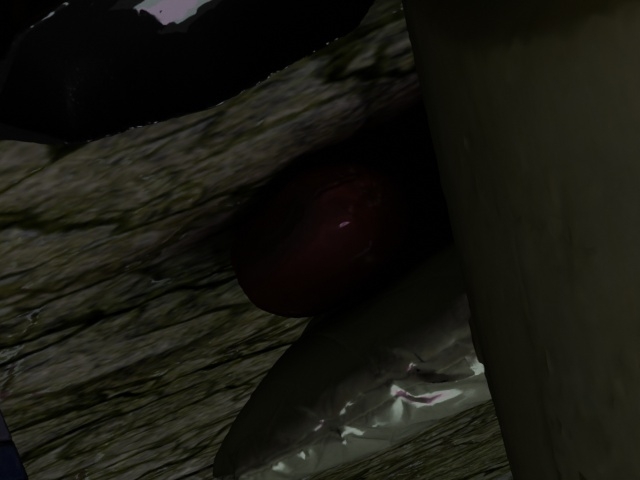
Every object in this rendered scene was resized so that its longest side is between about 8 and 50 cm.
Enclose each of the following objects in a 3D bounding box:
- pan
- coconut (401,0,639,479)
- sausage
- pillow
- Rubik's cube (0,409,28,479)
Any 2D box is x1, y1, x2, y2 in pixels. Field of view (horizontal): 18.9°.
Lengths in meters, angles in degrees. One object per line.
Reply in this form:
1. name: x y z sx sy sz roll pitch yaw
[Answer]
1. pan: -0.075 -0.067 0.550 0.202 0.048 0.128 -19 162 -28
2. coconut: 0.176 -0.019 0.562 0.323 0.323 0.323 -23 164 -7
3. sausage: 0.000 0.000 0.860 0.054 0.059 0.094 13 146 -35
4. pillow: 0.102 0.008 0.904 0.281 0.076 0.274 -32 -176 24
5. Rubik's cube: -0.203 0.144 0.952 0.092 0.092 0.092 -37 160 34
